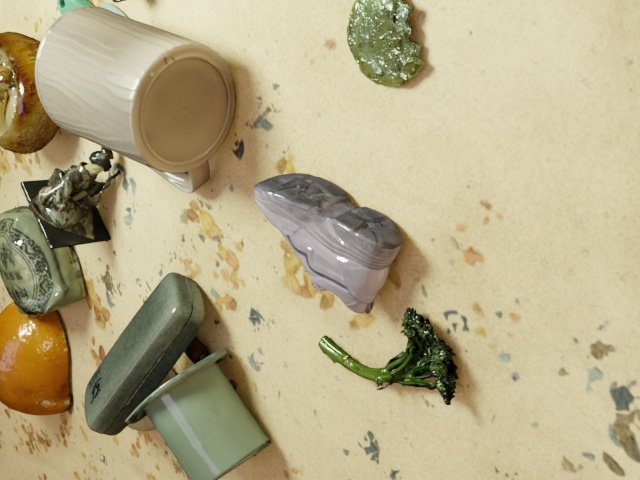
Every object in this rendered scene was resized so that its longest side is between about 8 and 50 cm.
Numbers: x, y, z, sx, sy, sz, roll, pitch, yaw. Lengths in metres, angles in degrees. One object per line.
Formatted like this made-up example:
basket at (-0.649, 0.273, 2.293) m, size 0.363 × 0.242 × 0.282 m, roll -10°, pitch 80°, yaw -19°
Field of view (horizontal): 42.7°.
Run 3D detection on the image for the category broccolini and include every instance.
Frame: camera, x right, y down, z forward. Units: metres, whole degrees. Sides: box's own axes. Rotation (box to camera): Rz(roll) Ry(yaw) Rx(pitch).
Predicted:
broccolini at (0.080, 0.147, 1.154) m, size 0.271 × 0.062 × 0.123 m, roll 5°, pitch 98°, yaw 50°

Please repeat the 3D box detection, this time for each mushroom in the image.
mushroom at (-0.616, -0.298, 1.672) m, size 0.253 × 0.153 × 0.253 m, roll 17°, pitch 115°, yaw 42°

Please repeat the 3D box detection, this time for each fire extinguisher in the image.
fire extinguisher at (-0.249, 0.194, 1.540) m, size 0.132 × 0.039 × 0.056 m, roll 38°, pitch 125°, yaw 32°

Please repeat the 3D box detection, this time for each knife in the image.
knife at (-0.389, -0.401, 1.483) m, size 0.260 × 0.034 × 0.063 m, roll 30°, pitch 119°, yaw 30°

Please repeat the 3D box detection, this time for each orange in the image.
orange at (-0.727, 0.301, 2.077) m, size 0.274 × 0.274 × 0.310 m, roll 37°, pitch 160°, yaw 33°

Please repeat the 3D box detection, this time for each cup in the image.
cup at (-0.294, -0.208, 1.307) m, size 0.273 × 0.208 × 0.288 m, roll 25°, pitch 121°, yaw 37°

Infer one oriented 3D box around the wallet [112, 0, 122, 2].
wallet at (-0.343, -0.524, 1.349) m, size 0.170 × 0.069 × 0.231 m, roll -47°, pitch 71°, yaw 27°

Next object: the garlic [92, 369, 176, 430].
garlic at (-0.389, 0.316, 1.670) m, size 0.229 × 0.143 × 0.178 m, roll -16°, pitch 91°, yaw 41°

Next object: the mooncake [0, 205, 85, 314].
mooncake at (-0.658, 0.045, 1.866) m, size 0.254 × 0.136 × 0.250 m, roll -7°, pitch 103°, yaw 50°

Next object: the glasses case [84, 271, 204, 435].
glasses case at (-0.325, 0.210, 1.495) m, size 0.323 × 0.074 × 0.131 m, roll -52°, pitch 32°, yaw 17°

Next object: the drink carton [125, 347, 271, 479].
drink carton at (-0.204, 0.321, 1.436) m, size 0.189 × 0.185 × 0.191 m, roll 57°, pitch 136°, yaw 12°

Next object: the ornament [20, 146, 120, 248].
ornament at (-0.455, -0.102, 1.597) m, size 0.196 × 0.166 × 0.153 m, roll -37°, pitch 77°, yaw 33°

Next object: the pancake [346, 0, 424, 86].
pancake at (0.077, -0.255, 1.020) m, size 0.116 × 0.022 × 0.129 m, roll 2°, pitch 106°, yaw 50°

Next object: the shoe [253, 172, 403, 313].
shoe at (0.000, 0.000, 1.149) m, size 0.245 × 0.095 × 0.137 m, roll 30°, pitch 123°, yaw 30°
